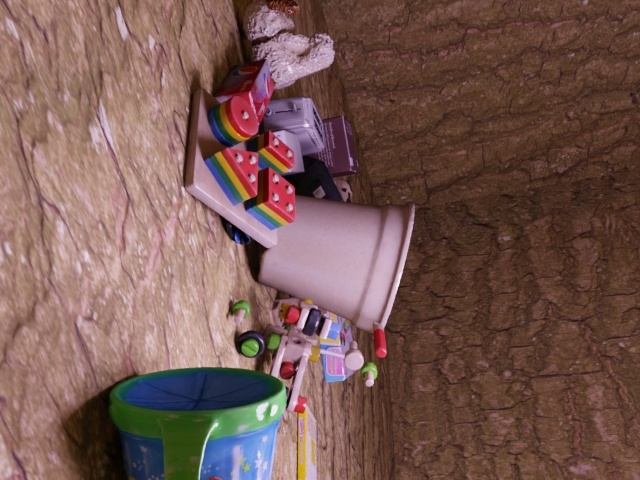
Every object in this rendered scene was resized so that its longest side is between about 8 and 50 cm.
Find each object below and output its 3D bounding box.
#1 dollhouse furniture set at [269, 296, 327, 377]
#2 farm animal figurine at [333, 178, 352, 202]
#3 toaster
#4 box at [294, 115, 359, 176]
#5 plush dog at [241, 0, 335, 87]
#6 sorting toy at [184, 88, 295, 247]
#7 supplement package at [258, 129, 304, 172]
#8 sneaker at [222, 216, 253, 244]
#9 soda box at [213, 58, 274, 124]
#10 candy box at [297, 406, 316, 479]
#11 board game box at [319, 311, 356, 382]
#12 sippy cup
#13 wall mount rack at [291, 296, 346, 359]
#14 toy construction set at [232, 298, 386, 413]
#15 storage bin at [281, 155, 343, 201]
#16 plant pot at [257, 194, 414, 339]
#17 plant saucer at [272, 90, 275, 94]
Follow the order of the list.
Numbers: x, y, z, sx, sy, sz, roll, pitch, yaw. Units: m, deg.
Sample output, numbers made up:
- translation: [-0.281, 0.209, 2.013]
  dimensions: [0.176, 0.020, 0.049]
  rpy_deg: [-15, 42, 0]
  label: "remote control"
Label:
- translation: [-0.048, 0.230, 1.883]
  dimensions: [0.151, 0.123, 0.144]
  rpy_deg: [-69, 148, -69]
  label: "dollhouse furniture set"
- translation: [0.064, -0.073, 2.547]
  dimensions: [0.330, 0.172, 0.326]
  rpy_deg: [55, 27, -58]
  label: "farm animal figurine"
- translation: [-0.076, -0.308, 2.150]
  dimensions: [0.227, 0.146, 0.129]
  rpy_deg: [59, 25, -63]
  label: "toaster"
- translation: [-0.004, -0.271, 2.341]
  dimensions: [0.168, 0.203, 0.167]
  rpy_deg: [-7, 87, -80]
  label: "box"
- translation: [-0.127, -0.515, 2.007]
  dimensions: [0.210, 0.262, 0.225]
  rpy_deg: [-28, 100, -40]
  label: "plush dog"
- translation: [-0.149, -0.159, 1.573]
  dimensions: [0.255, 0.089, 0.257]
  rpy_deg: [38, 39, -43]
  label: "sorting toy"
- translation: [-0.115, -0.218, 1.977]
  dimensions: [0.179, 0.105, 0.105]
  rpy_deg: [-21, 102, -79]
  label: "supplement package"
- translation: [-0.160, -0.045, 1.700]
  dimensions: [0.217, 0.079, 0.121]
  rpy_deg: [23, 61, -67]
  label: "sneaker"
- translation: [-0.175, -0.346, 1.814]
  dimensions: [0.263, 0.092, 0.083]
  rpy_deg: [-80, 159, -60]
  label: "soda box"
- translation: [-0.033, 0.529, 1.957]
  dimensions: [0.105, 0.027, 0.206]
  rpy_deg: [65, 18, -47]
  label: "candy box"
- translation: [0.047, 0.283, 2.483]
  dimensions: [0.242, 0.064, 0.316]
  rpy_deg: [19, 62, -78]
  label: "board game box"
- translation: [-0.162, 0.305, 1.035]
  dimensions: [0.305, 0.240, 0.224]
  rpy_deg: [-6, 97, -57]
  label: "sippy cup"
- translation: [0.002, 0.198, 2.160]
  dimensions: [0.304, 0.130, 0.350]
  rpy_deg: [66, 18, -61]
  label: "wall mount rack"
- translation: [-0.014, 0.214, 1.681]
  dimensions: [0.237, 0.309, 0.257]
  rpy_deg: [-84, 170, -70]
  label: "toy construction set"
- translation: [-0.026, -0.139, 2.210]
  dimensions: [0.084, 0.122, 0.180]
  rpy_deg: [25, -29, 49]
  label: "storage bin"
- translation: [0.027, 0.032, 1.805]
  dimensions: [0.334, 0.305, 0.334]
  rpy_deg: [-165, -90, -89]
  label: "plant pot"
- translation: [-0.165, -0.512, 2.213]
  dimensions: [0.067, 0.018, 0.192]
  rpy_deg: [-70, 149, -69]
  label: "plant saucer"
